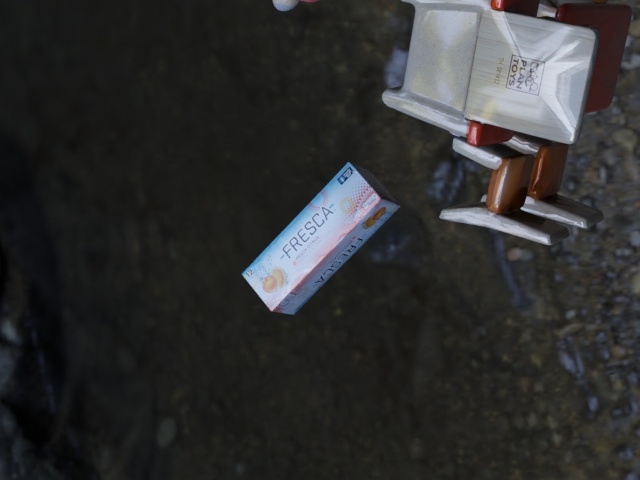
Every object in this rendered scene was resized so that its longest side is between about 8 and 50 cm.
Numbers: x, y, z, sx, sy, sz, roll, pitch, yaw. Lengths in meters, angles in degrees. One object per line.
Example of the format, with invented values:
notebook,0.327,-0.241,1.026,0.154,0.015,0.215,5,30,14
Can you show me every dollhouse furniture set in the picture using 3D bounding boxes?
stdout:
dollhouse furniture set,0.165,-0.124,0.868,0.135,0.259,0.262,18,109,29

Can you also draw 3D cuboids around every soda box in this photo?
soda box,0.000,0.000,1.403,0.183,0.058,0.063,-45,66,14

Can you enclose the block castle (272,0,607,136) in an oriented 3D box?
block castle,0.161,-0.330,1.390,0.303,0.453,0.213,40,133,-3
